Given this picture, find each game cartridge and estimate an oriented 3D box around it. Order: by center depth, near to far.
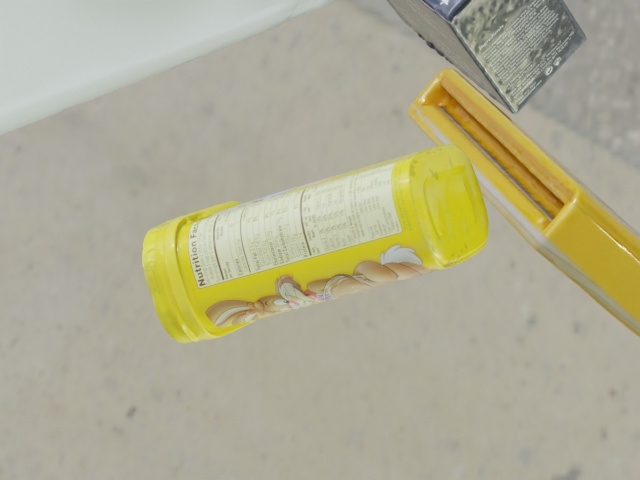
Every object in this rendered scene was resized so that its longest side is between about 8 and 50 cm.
[{"bbox_3d":[0.221,0.029,1.332,0.324,0.285,0.052,36,98,-24],"label":"game cartridge"}]

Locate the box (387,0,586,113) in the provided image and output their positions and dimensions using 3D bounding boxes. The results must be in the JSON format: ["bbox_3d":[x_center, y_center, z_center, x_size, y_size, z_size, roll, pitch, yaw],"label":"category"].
[{"bbox_3d":[0.115,-0.209,1.617,0.093,0.156,0.158,-46,144,0],"label":"box"}]

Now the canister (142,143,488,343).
[{"bbox_3d":[0.000,0.000,1.144,0.170,0.126,0.073,-16,93,23],"label":"canister"}]

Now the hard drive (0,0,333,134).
[{"bbox_3d":[-0.085,-0.118,0.573,0.040,0.307,0.203,38,133,25],"label":"hard drive"}]
